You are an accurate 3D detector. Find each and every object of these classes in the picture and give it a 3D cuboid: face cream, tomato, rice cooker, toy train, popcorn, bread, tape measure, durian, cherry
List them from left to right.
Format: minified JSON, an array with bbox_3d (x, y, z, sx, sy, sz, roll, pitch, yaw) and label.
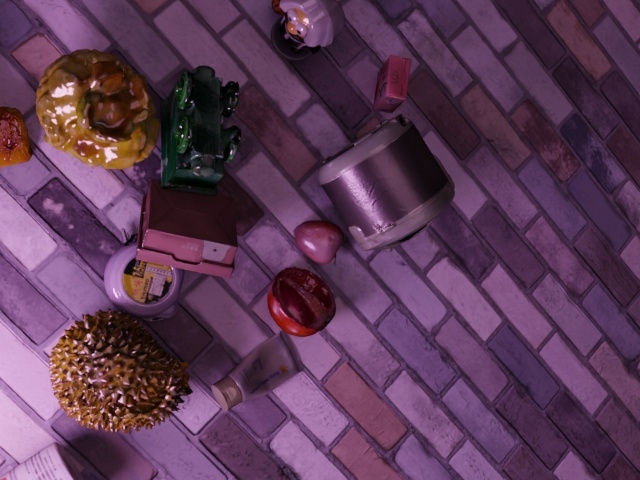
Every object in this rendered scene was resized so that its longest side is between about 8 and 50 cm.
[{"bbox_3d":[-0.762,-0.198,1.540,0.270,0.077,0.139,-14,94,-22],"label":"bread"},{"bbox_3d":[-0.674,0.582,1.490,0.369,0.145,0.145,-32,97,-16],"label":"face cream"},{"bbox_3d":[-0.473,-0.283,1.563,0.257,0.270,0.224,19,50,13],"label":"popcorn"},{"bbox_3d":[-0.433,0.291,1.546,0.293,0.258,0.258,41,75,-23],"label":"durian"},{"bbox_3d":[-0.397,0.079,1.640,0.178,0.105,0.196,20,82,-25],"label":"tape measure"},{"bbox_3d":[-0.268,-0.249,1.618,0.145,0.202,0.266,7,66,-26],"label":"toy train"},{"bbox_3d":[-0.150,0.316,1.733,0.224,0.070,0.114,-29,96,-27],"label":"face cream"},{"bbox_3d":[-0.060,0.159,1.754,0.173,0.099,0.189,48,33,4],"label":"tomato"},{"bbox_3d":[-0.001,0.004,1.784,0.126,0.087,0.106,10,79,-21],"label":"cherry"},{"bbox_3d":[0.163,-0.131,1.751,0.288,0.288,0.277,-37,99,-17],"label":"rice cooker"}]

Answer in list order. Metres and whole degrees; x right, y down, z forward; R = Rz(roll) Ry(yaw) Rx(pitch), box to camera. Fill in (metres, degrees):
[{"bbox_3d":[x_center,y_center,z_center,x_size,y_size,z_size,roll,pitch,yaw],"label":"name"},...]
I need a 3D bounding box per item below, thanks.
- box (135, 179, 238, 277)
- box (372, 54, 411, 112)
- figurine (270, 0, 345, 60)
[{"bbox_3d":[-0.294,-0.031,1.622,0.215,0.215,0.086,13,123,-18],"label":"box"},{"bbox_3d":[0.180,-0.393,1.837,0.060,0.156,0.111,7,83,-7],"label":"box"},{"bbox_3d":[-0.040,-0.529,1.723,0.133,0.236,0.176,-40,101,-16],"label":"figurine"}]
